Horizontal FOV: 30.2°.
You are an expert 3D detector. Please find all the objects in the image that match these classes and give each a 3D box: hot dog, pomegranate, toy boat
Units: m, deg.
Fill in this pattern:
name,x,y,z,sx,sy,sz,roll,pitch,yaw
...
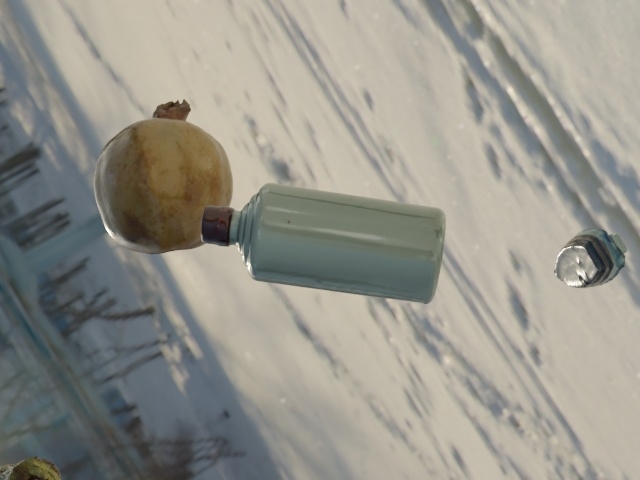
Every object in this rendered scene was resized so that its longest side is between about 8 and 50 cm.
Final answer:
name,x,y,z,sx,sy,sz,roll,pitch,yaw
hot dog,-0.454,0.376,1.823,0.078,0.061,0.169,38,148,-18
pomegranate,-0.223,-0.076,1.657,0.207,0.207,0.207,57,170,15
toy boat,0.285,0.016,1.221,0.059,0.066,0.140,64,170,8

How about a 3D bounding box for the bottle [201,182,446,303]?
name,x,y,z,sx,sy,sz,roll,pitch,yaw
bottle,0.000,0.000,1.208,0.104,0.245,0.104,-172,90,-90
